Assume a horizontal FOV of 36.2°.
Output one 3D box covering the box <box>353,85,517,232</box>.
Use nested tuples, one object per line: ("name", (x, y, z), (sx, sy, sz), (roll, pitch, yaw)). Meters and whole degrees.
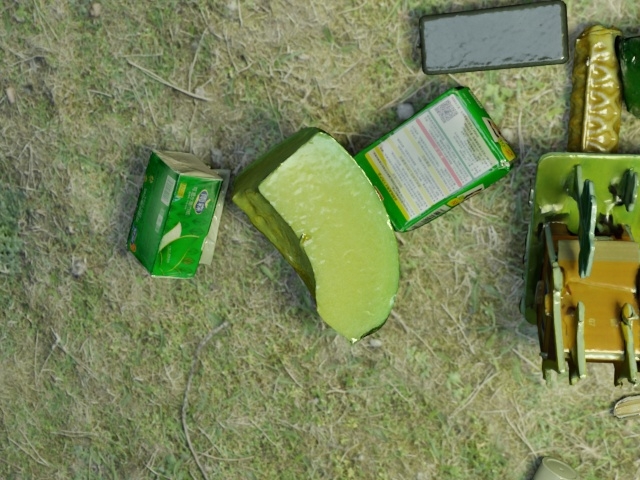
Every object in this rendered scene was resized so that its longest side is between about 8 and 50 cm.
("box", (0.197, -0.138, 1.709), (0.250, 0.103, 0.180), (-33, 88, 19))

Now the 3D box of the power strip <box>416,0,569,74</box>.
("power strip", (0.288, -0.342, 1.660), (0.257, 0.070, 0.105), (-2, 97, 17))

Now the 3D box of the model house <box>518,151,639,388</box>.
("model house", (0.449, 0.065, 1.491), (0.243, 0.312, 0.357), (2, 120, 3))

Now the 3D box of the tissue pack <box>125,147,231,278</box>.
("tissue pack", (-0.259, -0.049, 1.865), (0.148, 0.156, 0.208), (36, 115, 48))

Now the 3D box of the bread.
("bread", (0.454, -0.172, 1.631), (0.084, 0.077, 0.367), (5, 100, 14))

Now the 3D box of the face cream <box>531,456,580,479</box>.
("face cream", (0.383, 0.516, 1.774), (0.077, 0.077, 0.250), (25, 106, 13))

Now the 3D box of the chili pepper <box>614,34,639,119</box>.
("chili pepper", (0.604, -0.263, 1.521), (0.265, 0.116, 0.148), (-6, 105, 4))

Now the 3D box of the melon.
("melon", (0.000, 0.000, 1.720), (0.331, 0.226, 0.343), (-24, 111, 47))

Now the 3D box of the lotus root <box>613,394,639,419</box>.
("lotus root", (0.551, 0.290, 1.703), (0.083, 0.030, 0.037), (-14, 64, 17))
